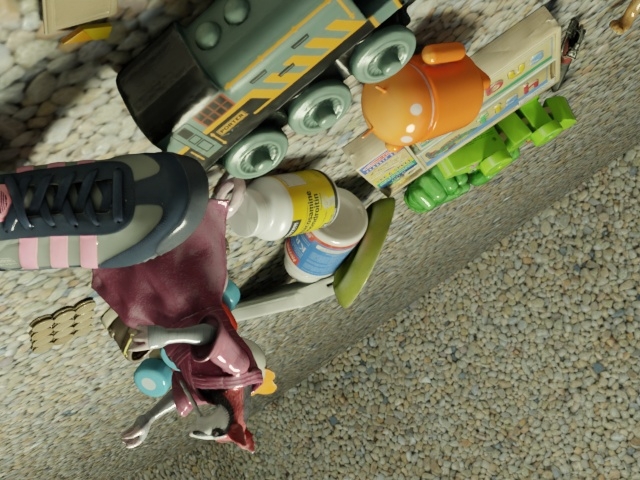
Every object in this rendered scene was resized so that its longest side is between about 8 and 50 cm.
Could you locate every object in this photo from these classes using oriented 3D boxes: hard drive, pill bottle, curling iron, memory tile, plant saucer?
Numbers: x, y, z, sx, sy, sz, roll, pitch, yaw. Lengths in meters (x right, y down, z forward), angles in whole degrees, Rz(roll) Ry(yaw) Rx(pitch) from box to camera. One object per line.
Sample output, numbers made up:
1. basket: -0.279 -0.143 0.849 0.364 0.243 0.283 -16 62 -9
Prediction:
1. hard drive: -0.065 0.123 1.735 0.203 0.040 0.308 -20 -178 -39
2. pill bottle: 0.000 0.000 1.514 0.124 0.124 0.221 -24 162 -28
3. curling iron: 0.466 -0.345 1.500 0.274 0.035 0.068 49 62 -79
4. memory tile: -0.439 0.147 1.325 0.113 0.012 0.148 -24 164 -28
5. pill bottle: -0.061 -0.056 1.253 0.184 0.103 0.103 -15 158 -48
6. plant saucer: 0.079 0.017 1.537 0.241 0.037 0.240 -156 -90 -84

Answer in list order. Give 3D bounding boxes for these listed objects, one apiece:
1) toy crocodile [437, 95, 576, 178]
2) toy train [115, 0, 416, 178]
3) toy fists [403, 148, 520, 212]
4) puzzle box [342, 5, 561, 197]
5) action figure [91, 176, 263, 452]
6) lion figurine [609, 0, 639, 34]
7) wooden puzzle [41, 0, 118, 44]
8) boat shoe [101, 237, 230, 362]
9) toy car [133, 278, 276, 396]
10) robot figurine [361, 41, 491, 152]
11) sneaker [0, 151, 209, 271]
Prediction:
1. toy crocodile: 0.383 -0.215 1.607 0.341 0.115 0.105 -28 165 -16
2. toy train: -0.049 -0.192 0.806 0.334 0.142 0.190 -36 155 14
3. toy fists: 0.311 -0.149 1.700 0.279 0.096 0.142 -28 168 -12
4. puzzle box: 0.249 -0.233 1.408 0.409 0.052 0.272 -35 164 10
5. action figure: -0.174 0.131 1.105 0.276 0.370 0.248 -22 163 -36
6. lion figurine: 0.681 -0.469 1.419 0.392 0.142 0.240 -37 165 -47
7. wooden puzzle: -0.204 -0.208 0.661 0.079 0.014 0.116 -27 165 -33
8. boat shoe: -0.259 0.098 1.361 0.324 0.096 0.117 -40 163 27
9. toy car: -0.198 0.240 1.531 0.210 0.238 0.219 -43 -171 34
10. robot figurine: 0.149 -0.208 1.139 0.220 0.128 0.158 -21 -174 -35
11. sneaker: -0.265 -0.026 0.761 0.319 0.112 0.131 -12 167 25
